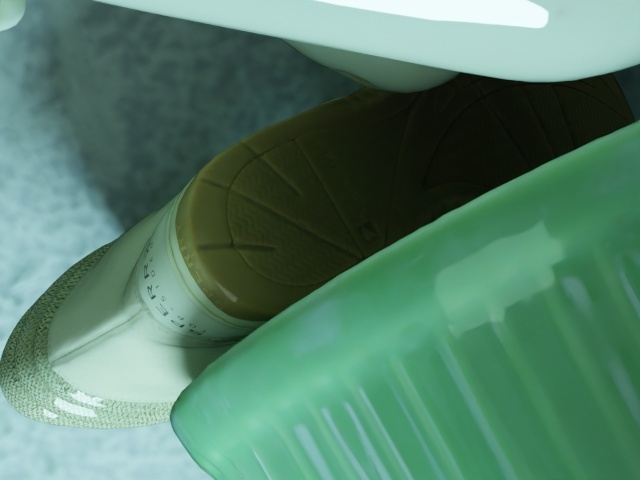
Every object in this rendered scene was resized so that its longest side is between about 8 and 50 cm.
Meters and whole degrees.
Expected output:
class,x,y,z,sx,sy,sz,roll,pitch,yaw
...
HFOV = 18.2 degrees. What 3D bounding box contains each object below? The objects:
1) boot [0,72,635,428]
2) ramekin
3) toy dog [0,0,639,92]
class,x,y,z,sx,sy,sz,roll,pitch,yaw
boot,0.000,0.000,0.881,0.203,0.262,0.095,-33,84,50
ramekin,0.107,0.069,0.795,0.303,0.303,0.148,-28,79,10
toy dog,-0.063,-0.152,0.612,0.408,0.395,0.284,-2,128,-37
